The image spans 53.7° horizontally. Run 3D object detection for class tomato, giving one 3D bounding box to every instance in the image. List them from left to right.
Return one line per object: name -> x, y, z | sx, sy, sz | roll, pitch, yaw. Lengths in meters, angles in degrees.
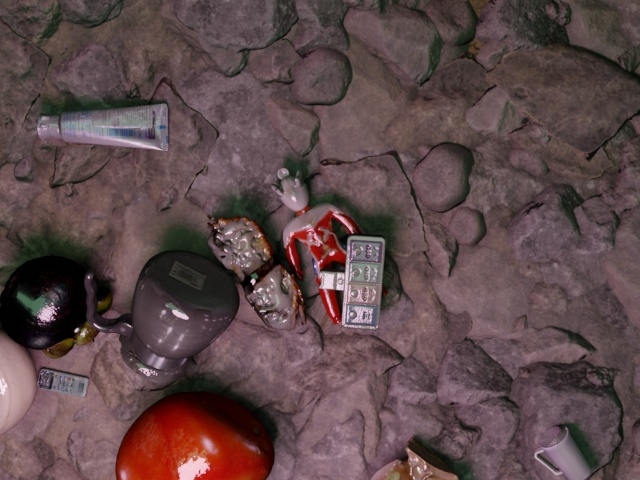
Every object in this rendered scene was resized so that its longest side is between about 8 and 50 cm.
tomato -> -0.273, 0.481, 1.386 | 0.293, 0.325, 0.290 | -49, 62, 11

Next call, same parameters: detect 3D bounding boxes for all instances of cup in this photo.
cup -> 0.560, 0.504, 1.477 | 0.104, 0.074, 0.116 | -34, 94, 26

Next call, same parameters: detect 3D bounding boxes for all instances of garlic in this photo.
garlic -> 0.219, 0.642, 1.455 | 0.279, 0.132, 0.325 | 24, 89, 3

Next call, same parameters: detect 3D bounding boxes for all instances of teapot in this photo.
teapot -> -0.364, 0.184, 1.394 | 0.305, 0.223, 0.285 | 9, 126, -37

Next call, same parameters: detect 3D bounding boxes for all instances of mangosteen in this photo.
mangosteen -> -0.610, 0.152, 1.452 | 0.243, 0.243, 0.243 | 0, 90, 2

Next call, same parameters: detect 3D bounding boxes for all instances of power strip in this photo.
power strip -> 0.069, 0.090, 1.435 | 0.145, 0.061, 0.216 | 5, 97, 3

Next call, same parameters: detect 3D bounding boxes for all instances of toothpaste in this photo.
toothpaste -> -0.517, -0.273, 1.516 | 0.299, 0.073, 0.114 | 0, 90, -5

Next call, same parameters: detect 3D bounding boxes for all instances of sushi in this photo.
sushi -> -0.148, 0.073, 1.464 | 0.130, 0.124, 0.332 | -31, 90, -18

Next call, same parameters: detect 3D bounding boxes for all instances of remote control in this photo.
remote control -> -0.628, 0.348, 1.544 | 0.124, 0.018, 0.053 | 13, 90, 2

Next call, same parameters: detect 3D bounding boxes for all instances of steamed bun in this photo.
steamed bun -> -0.788, 0.318, 1.468 | 0.283, 0.177, 0.283 | 2, 102, 12

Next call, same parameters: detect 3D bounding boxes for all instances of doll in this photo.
doll -> 0.000, 0.000, 1.483 | 0.188, 0.099, 0.384 | -29, 96, 1
